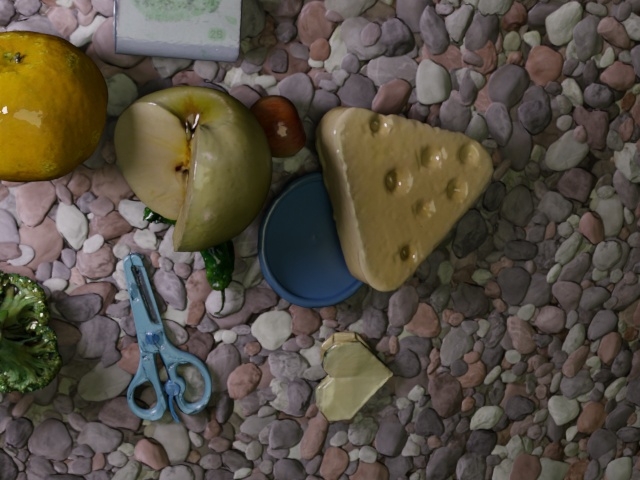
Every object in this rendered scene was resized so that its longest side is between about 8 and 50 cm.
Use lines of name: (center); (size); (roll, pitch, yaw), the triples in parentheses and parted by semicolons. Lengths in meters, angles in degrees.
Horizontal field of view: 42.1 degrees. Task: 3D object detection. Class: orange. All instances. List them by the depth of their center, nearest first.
orange: (-0.500, -0.222, 1.411); (0.279, 0.279, 0.235); (-10, 139, -14)

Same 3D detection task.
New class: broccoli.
broccoli: (-0.592, 0.175, 1.499); (0.269, 0.269, 0.254); (25, 81, -22)

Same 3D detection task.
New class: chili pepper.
chili pepper: (-0.235, 0.022, 1.673); (0.122, 0.065, 0.279); (-30, 111, 3)

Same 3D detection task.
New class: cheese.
cheese: (0.188, -0.122, 1.718); (0.383, 0.104, 0.384); (-5, 102, -23)

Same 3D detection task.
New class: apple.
apple: (-0.213, -0.136, 1.519); (0.233, 0.295, 0.258); (-25, 138, -31)
apple: (-0.086, -0.218, 1.611); (0.102, 0.126, 0.126); (-20, 112, 3)

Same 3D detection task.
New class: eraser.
eraser: (-0.260, -0.420, 1.517); (0.226, 0.081, 0.174); (1, 106, -16)

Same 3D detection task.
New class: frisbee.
frisbee: (-0.002, -0.002, 1.739); (0.289, 0.049, 0.290); (-5, 102, -25)

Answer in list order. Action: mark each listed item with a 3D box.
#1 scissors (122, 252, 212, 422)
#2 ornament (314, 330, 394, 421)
scissors: (-0.337, 0.208, 1.714); (0.180, 0.032, 0.393); (-15, 110, -13)
ornament: (0.080, 0.304, 1.864); (0.180, 0.059, 0.201); (0, 109, -18)
